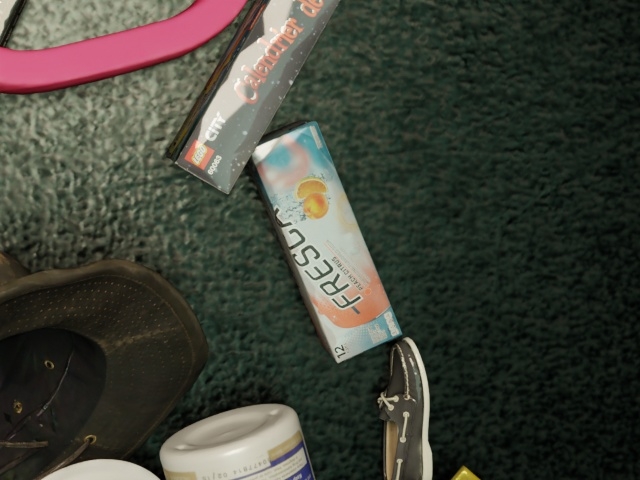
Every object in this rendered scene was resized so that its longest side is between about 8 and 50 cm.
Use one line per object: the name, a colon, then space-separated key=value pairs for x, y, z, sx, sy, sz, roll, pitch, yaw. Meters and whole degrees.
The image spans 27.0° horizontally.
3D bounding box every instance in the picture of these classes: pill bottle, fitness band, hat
pill bottle: x=-0.047 y=0.231 z=1.032 sx=0.112 sy=0.112 sz=0.187 roll=-17 pitch=98 yaw=-7
fitness band: x=-0.177 y=-0.220 z=0.964 sx=0.290 sy=0.054 sz=0.209 roll=-19 pitch=94 yaw=-24
hat: x=-0.250 y=0.099 z=0.954 sx=0.331 sy=0.331 sz=0.134 roll=-31 pitch=58 yaw=-5

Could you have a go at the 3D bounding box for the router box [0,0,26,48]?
router box: x=-0.280 y=-0.192 z=0.988 sx=0.122 sy=0.038 sz=0.092 roll=25 pitch=90 yaw=-11

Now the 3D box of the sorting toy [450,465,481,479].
sorting toy: x=0.103 y=0.320 z=1.099 sx=0.132 sy=0.046 sz=0.275 roll=17 pitch=93 yaw=-11

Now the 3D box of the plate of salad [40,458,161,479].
plate of salad: x=-0.187 y=0.259 z=1.011 sx=0.199 sy=0.048 sz=0.200 roll=-13 pitch=109 yaw=-39

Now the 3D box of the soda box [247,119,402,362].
soda box: x=0.000 y=0.000 z=1.041 sx=0.058 sy=0.063 sz=0.183 roll=-24 pitch=99 yaw=-7

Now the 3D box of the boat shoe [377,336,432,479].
boat shoe: x=0.065 y=0.141 z=1.077 sx=0.038 sy=0.046 sz=0.125 roll=-8 pitch=105 yaw=-13

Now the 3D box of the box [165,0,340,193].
box: x=-0.034 y=-0.148 z=0.972 sx=0.044 sy=0.159 sz=0.233 roll=30 pitch=91 yaw=-11
